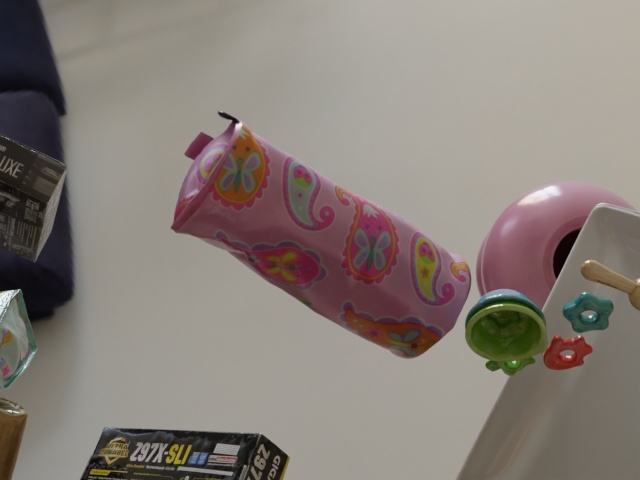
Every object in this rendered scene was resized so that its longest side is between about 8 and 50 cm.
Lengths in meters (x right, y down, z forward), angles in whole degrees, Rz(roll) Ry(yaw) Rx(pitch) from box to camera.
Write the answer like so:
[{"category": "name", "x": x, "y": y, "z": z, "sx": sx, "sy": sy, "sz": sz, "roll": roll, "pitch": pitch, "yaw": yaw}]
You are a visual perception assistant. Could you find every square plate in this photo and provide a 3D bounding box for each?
[{"category": "square plate", "x": 0.339, "y": 0.162, "z": 0.876, "sx": 0.344, "sy": 0.347, "sz": 0.049, "roll": 22, "pitch": -11, "yaw": 39}]

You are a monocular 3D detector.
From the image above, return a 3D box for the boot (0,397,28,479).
[{"category": "boot", "x": -0.462, "y": 0.373, "z": 1.349, "sx": 0.089, "sy": 0.236, "sz": 0.269, "roll": 16, "pitch": 87, "yaw": -69}]

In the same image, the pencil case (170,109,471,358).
[{"category": "pencil case", "x": 0.000, "y": 0.000, "z": 0.869, "sx": 0.284, "sy": 0.124, "sz": 0.124, "roll": 30, "pitch": 13, "yaw": -17}]

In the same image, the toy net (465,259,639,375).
[{"category": "toy net", "x": 0.243, "y": 0.069, "z": 0.797, "sx": 0.045, "sy": 0.232, "sz": 0.122, "roll": -81, "pitch": 152, "yaw": -51}]

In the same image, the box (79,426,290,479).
[{"category": "box", "x": -0.221, "y": 0.385, "z": 1.273, "sx": 0.079, "sy": 0.322, "sz": 0.257, "roll": 50, "pitch": 48, "yaw": -36}]

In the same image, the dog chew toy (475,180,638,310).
[{"category": "dog chew toy", "x": 0.291, "y": 0.038, "z": 1.204, "sx": 0.332, "sy": 0.207, "sz": 0.206, "roll": 122, "pitch": -49, "yaw": -85}]

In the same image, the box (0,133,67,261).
[{"category": "box", "x": -0.562, "y": -0.089, "z": 1.576, "sx": 0.307, "sy": 0.242, "sz": 0.076, "roll": -46, "pitch": -159, "yaw": 62}]

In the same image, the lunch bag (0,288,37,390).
[{"category": "lunch bag", "x": -0.643, "y": 0.202, "z": 1.654, "sx": 0.262, "sy": 0.223, "sz": 0.160, "roll": -95, "pitch": 176, "yaw": -70}]
